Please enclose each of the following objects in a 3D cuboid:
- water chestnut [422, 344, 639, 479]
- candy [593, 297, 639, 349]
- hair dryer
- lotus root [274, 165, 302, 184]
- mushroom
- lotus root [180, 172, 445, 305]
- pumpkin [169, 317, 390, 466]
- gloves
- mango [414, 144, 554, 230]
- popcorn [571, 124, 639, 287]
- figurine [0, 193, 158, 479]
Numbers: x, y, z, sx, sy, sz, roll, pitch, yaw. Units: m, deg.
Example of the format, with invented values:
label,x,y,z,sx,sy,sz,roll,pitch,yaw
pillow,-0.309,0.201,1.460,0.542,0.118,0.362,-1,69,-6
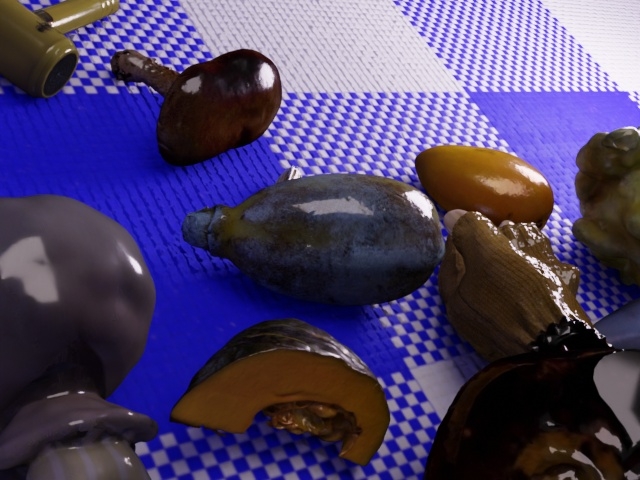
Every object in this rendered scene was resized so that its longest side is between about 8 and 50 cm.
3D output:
label,x,y,z,sx,sy,sz,roll,pitch,yaw
water chestnut,0.262,0.269,0.898,0.335,0.347,0.335,-1,69,2
candy,0.441,0.122,1.259,0.174,0.138,0.071,-18,84,-44
hair dryer,-0.346,-0.287,1.214,0.135,0.090,0.279,34,33,3
lotus root,-0.044,-0.063,1.213,0.037,0.030,0.083,50,35,-26
mushroom,-0.181,-0.210,1.220,0.217,0.148,0.227,33,31,26
lotus root,0.000,0.000,1.077,0.322,0.158,0.140,1,23,-25
pumpkin,-0.037,0.116,0.912,0.278,0.111,0.163,23,20,-39
gloves,0.242,0.077,1.149,0.203,0.155,0.356,35,21,-25
mango,0.243,-0.079,1.361,0.219,0.112,0.145,21,40,5
popcorn,0.529,-0.040,1.373,0.335,0.274,0.279,11,54,-65
figurine,-0.235,0.108,0.777,0.248,0.203,0.381,-3,52,-39
